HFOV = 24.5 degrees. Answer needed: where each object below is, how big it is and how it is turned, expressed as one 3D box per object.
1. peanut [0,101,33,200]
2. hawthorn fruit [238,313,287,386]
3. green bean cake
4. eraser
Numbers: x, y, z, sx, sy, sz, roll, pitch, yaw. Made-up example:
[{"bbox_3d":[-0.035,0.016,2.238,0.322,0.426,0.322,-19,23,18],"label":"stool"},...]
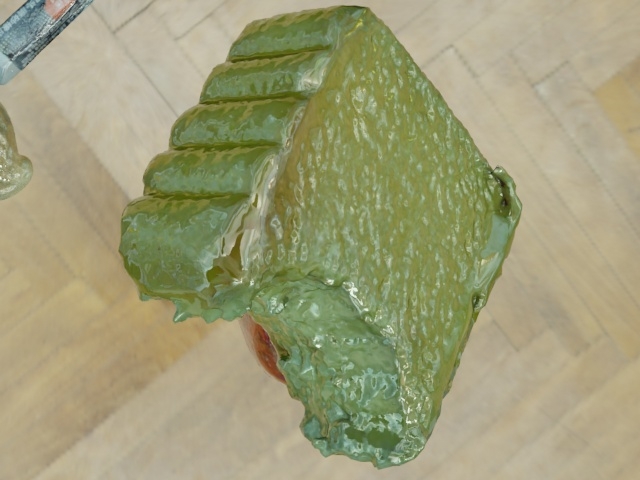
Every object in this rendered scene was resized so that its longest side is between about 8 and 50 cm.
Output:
[{"bbox_3d":[-0.382,-0.121,1.452,0.228,0.085,0.104,29,77,0],"label":"peanut"},{"bbox_3d":[0.019,0.050,1.207,0.189,0.189,0.189,-1,97,-8],"label":"hawthorn fruit"},{"bbox_3d":[0.000,0.000,0.934,0.236,0.124,0.233,49,55,-37],"label":"green bean cake"},{"bbox_3d":[-0.159,-0.132,0.855,0.099,0.019,0.027,-43,67,-3],"label":"eraser"}]
